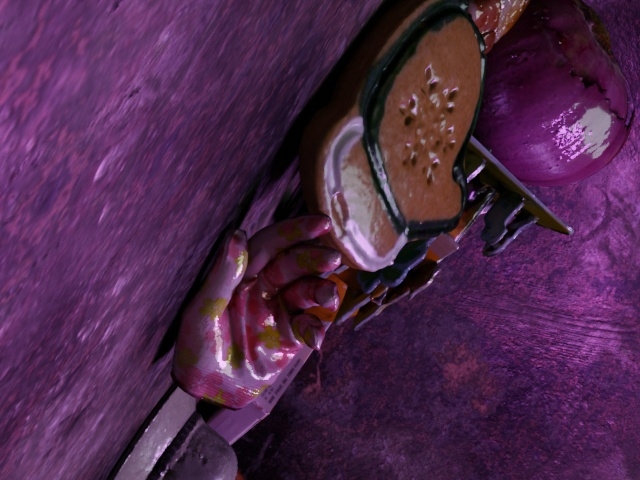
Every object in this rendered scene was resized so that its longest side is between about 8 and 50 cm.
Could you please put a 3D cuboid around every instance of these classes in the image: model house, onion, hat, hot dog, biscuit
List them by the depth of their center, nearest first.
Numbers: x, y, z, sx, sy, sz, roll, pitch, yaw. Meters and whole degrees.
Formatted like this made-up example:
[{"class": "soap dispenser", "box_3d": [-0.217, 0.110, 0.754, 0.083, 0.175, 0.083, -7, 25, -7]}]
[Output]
[{"class": "biscuit", "box_3d": [0.103, -0.107, 1.289, 0.343, 0.057, 0.287, -54, 139, -31]}, {"class": "hot dog", "box_3d": [0.168, -0.282, 1.502, 0.261, 0.093, 0.123, -30, 143, -37]}, {"class": "hat", "box_3d": [-0.182, 0.304, 1.522, 0.257, 0.130, 0.257, -57, 175, -8]}, {"class": "model house", "box_3d": [0.129, 0.005, 1.625, 0.313, 0.242, 0.358, -53, -158, -1]}, {"class": "onion", "box_3d": [0.299, -0.229, 1.734, 0.345, 0.358, 0.358, -53, 177, 11]}]

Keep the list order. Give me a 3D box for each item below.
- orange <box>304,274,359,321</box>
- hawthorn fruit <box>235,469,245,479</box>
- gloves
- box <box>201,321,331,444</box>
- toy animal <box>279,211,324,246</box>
[{"class": "orange", "box_3d": [0.032, 0.055, 1.949, 0.178, 0.155, 0.177, -15, -177, 1]}, {"class": "hawthorn fruit", "box_3d": [-0.202, 0.412, 1.818, 0.185, 0.185, 0.202, -57, -170, -12]}, {"class": "gloves", "box_3d": [-0.061, 0.063, 1.201, 0.241, 0.145, 0.126, -55, -174, 14]}, {"class": "box", "box_3d": [-0.113, 0.251, 2.052, 0.214, 0.069, 0.353, -43, -178, 30]}, {"class": "toy animal", "box_3d": [-0.009, -0.015, 1.479, 0.069, 0.086, 0.220, -33, 175, 7]}]
